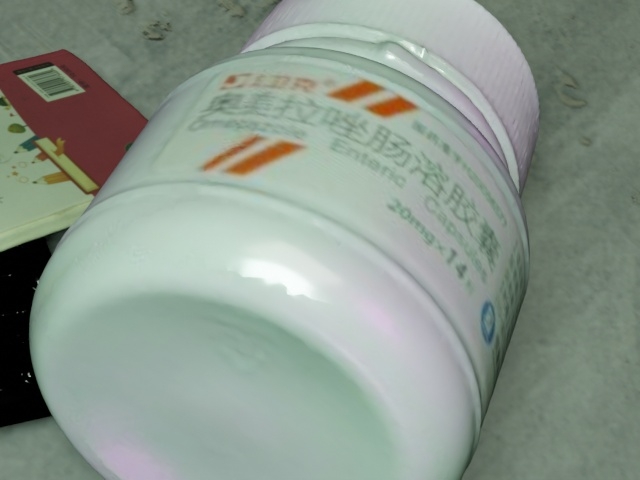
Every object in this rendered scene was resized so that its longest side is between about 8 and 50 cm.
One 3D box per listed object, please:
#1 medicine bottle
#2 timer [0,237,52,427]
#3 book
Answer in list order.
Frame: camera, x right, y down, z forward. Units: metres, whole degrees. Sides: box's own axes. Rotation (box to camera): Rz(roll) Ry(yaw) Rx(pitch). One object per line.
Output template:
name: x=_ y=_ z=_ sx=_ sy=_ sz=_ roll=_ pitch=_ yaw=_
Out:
medicine bottle: x=0.000 y=0.000 z=0.738 sx=0.241 sy=0.241 sz=0.302 roll=22 pitch=44 yaw=4
timer: x=-0.232 y=0.038 z=0.780 sx=0.144 sy=0.055 sz=0.187 roll=-9 pitch=53 yaw=-28
book: x=-0.215 y=-0.055 z=0.825 sx=0.231 sy=0.022 sz=0.162 roll=-24 pitch=52 yaw=-39
